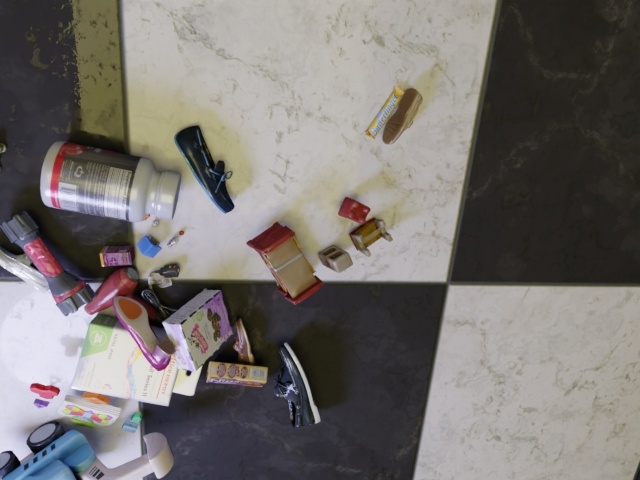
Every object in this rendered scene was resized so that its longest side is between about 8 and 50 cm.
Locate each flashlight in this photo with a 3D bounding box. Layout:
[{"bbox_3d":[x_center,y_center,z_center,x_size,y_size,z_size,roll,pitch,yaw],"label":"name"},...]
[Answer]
[{"bbox_3d":[-0.754,0.063,1.408,0.103,0.103,0.303,-28,105,6],"label":"flashlight"}]

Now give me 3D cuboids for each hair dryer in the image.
[{"bbox_3d":[-0.555,0.183,1.519,0.294,0.080,0.223,-2,112,-7],"label":"hair dryer"}]

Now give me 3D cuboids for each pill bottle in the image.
[{"bbox_3d":[-0.542,-0.146,1.344,0.319,0.176,0.176,11,109,-13],"label":"pill bottle"}]

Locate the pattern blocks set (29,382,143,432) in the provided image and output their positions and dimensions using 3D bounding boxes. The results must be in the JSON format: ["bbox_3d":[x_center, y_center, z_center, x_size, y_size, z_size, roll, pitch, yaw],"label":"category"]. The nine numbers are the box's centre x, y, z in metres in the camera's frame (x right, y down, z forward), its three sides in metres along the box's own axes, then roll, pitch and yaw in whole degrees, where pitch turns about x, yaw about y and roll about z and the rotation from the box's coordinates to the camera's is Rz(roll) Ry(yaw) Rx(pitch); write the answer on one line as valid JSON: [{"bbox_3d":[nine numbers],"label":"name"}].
[{"bbox_3d":[-0.720,0.531,1.576,0.325,0.026,0.285,15,140,-11],"label":"pattern blocks set"}]

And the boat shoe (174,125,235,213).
[{"bbox_3d":[-0.302,-0.194,1.402,0.089,0.109,0.258,-30,114,0],"label":"boat shoe"}]

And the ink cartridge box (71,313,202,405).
[{"bbox_3d":[-0.535,0.370,1.546,0.354,0.119,0.206,15,90,-14],"label":"ink cartridge box"}]

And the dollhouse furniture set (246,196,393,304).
[{"bbox_3d":[0.000,0.000,1.522,0.374,0.152,0.201,-33,112,-14],"label":"dollhouse furniture set"}]

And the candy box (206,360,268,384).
[{"bbox_3d":[-0.271,0.433,1.642,0.187,0.109,0.053,8,64,-13],"label":"candy box"}]

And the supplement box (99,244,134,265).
[{"bbox_3d":[-0.589,0.044,1.475,0.084,0.055,0.043,-2,112,-7],"label":"supplement box"}]

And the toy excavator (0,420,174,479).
[{"bbox_3d":[-0.728,0.720,1.550,0.433,0.446,0.222,-34,120,-41],"label":"toy excavator"}]

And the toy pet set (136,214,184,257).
[{"bbox_3d":[-0.477,-0.014,1.464,0.114,0.065,0.122,-44,110,8],"label":"toy pet set"}]

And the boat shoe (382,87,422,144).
[{"bbox_3d":[0.240,-0.346,1.451,0.059,0.063,0.170,12,114,-46],"label":"boat shoe"}]

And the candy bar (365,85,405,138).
[{"bbox_3d":[0.185,-0.364,1.459,0.040,0.018,0.161,31,102,-18],"label":"candy bar"}]

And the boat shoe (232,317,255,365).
[{"bbox_3d":[-0.253,0.332,1.630,0.060,0.064,0.177,-11,114,-6],"label":"boat shoe"}]

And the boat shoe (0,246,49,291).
[{"bbox_3d":[-0.839,0.071,1.444,0.184,0.066,0.063,44,85,-18],"label":"boat shoe"}]

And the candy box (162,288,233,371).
[{"bbox_3d":[-0.359,0.264,1.516,0.070,0.196,0.164,2,116,27],"label":"candy box"}]

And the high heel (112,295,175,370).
[{"bbox_3d":[-0.520,0.270,1.464,0.244,0.082,0.117,41,127,3],"label":"high heel"}]

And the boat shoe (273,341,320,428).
[{"bbox_3d":[-0.097,0.491,1.683,0.113,0.127,0.339,-23,122,-13],"label":"boat shoe"}]

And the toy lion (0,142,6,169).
[{"bbox_3d":[-0.888,-0.236,1.337,0.096,0.034,0.100,23,106,-9],"label":"toy lion"}]
